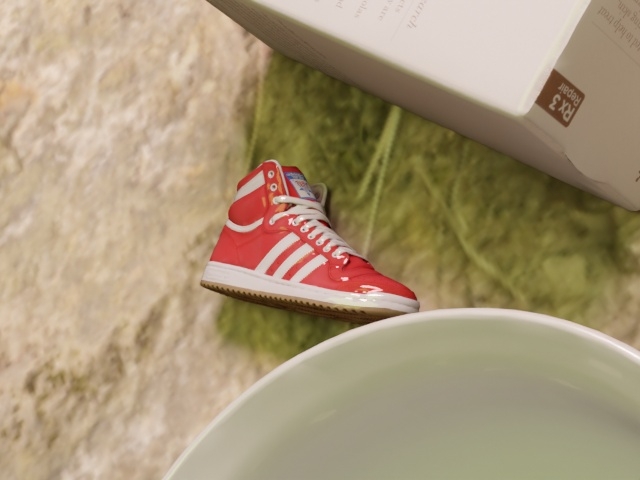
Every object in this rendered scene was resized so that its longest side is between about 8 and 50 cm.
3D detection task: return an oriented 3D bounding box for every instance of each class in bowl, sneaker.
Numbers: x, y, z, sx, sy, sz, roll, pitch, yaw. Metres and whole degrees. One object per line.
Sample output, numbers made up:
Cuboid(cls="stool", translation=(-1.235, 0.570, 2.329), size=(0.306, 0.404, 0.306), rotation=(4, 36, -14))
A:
Cuboid(cls="bowl", translation=(0.062, 0.184, 0.723), size=(0.298, 0.134, 0.297), rotation=(-12, 65, 28))
Cuboid(cls="sneaker", translation=(0.000, 0.000, 0.897), size=(0.118, 0.042, 0.067), rotation=(10, 80, 38))

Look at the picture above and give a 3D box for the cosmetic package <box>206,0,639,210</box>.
Cuboid(cls="cosmetic package", translation=(0.045, -0.104, 0.864), size=(0.231, 0.117, 0.085), rotation=(26, 88, 37))
